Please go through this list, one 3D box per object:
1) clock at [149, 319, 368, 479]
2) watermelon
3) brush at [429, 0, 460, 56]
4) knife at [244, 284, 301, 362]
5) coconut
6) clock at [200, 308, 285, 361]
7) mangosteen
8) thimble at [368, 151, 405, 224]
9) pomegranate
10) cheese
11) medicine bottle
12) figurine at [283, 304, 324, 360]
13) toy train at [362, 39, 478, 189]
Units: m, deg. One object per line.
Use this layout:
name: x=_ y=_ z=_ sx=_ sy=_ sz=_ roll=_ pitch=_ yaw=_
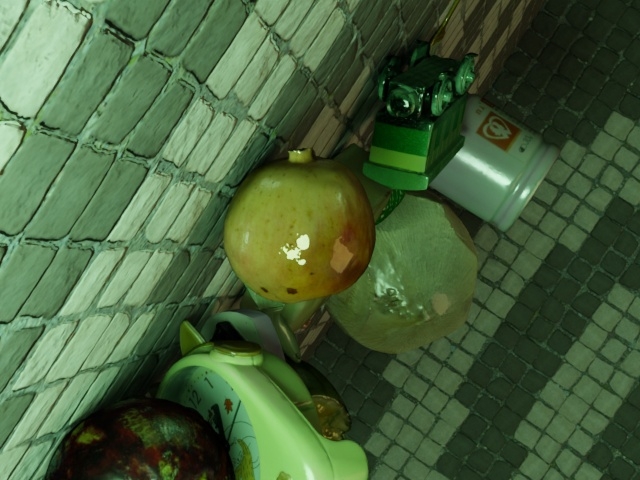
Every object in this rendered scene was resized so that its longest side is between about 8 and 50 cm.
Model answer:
clock: x=-0.109 y=0.274 z=1.331 sx=0.117 sy=0.348 sz=0.286 roll=-4 pitch=134 yaw=-44
watermelon: x=-0.116 y=0.299 z=1.740 sx=0.330 sy=0.189 sz=0.331 roll=-12 pitch=147 yaw=-8
brush: x=0.242 y=-0.418 z=1.834 sx=0.205 sy=0.011 sz=0.083 roll=-61 pitch=170 yaw=28
knife: x=-0.073 y=0.109 z=1.547 sx=0.043 sy=0.020 sz=0.293 roll=-28 pitch=138 yaw=-1
coconut: x=0.162 y=0.058 z=2.091 sx=0.346 sy=0.346 sz=0.360 roll=-57 pitch=-153 yaw=8
clock: x=-0.119 y=0.180 z=1.463 sx=0.064 sy=0.198 sz=0.172 roll=-13 pitch=135 yaw=-39
mangosteen: x=-0.227 y=0.290 z=1.220 sx=0.231 sy=0.231 sz=0.289 roll=-56 pitch=-155 yaw=2
thimble: x=0.095 y=-0.096 z=1.874 sx=0.090 sy=0.118 sz=0.130 roll=-44 pitch=140 yaw=-41
pomegranate: x=-0.025 y=-0.017 z=1.211 sx=0.191 sy=0.191 sz=0.191 roll=-55 pitch=172 yaw=-11
cheese: x=0.000 y=0.000 z=1.657 sx=0.242 sy=0.123 sz=0.266 roll=-39 pitch=161 yaw=-54
medicine bottle: x=0.285 y=-0.180 z=1.952 sx=0.202 sy=0.315 sz=0.202 roll=-56 pitch=174 yaw=-9
figurine: x=-0.078 y=0.182 z=1.871 sx=0.175 sy=0.115 sz=0.240 roll=-111 pitch=-142 yaw=-73
toy train: x=0.170 y=-0.213 z=1.651 sx=0.301 sy=0.120 sz=0.202 roll=-44 pitch=146 yaw=-60
